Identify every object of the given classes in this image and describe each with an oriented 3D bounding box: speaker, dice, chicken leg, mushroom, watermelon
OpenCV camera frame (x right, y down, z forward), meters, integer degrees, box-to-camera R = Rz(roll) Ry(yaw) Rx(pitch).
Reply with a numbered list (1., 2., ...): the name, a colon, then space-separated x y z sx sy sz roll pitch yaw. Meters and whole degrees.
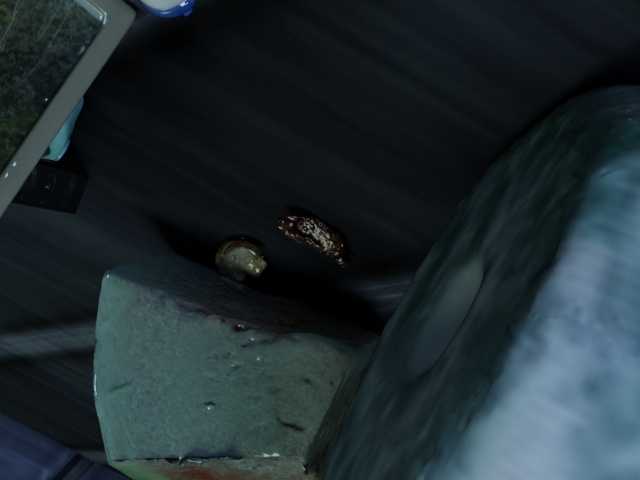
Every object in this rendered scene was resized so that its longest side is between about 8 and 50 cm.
1. speaker: -0.263 -0.054 1.307 0.046 0.040 0.191 20 -179 10
2. dice: 0.215 0.133 0.883 0.348 0.328 0.330 29 160 -9
3. chicken leg: 0.000 -0.001 1.254 0.083 0.021 0.036 30 150 -23
4. mushroom: -0.077 0.020 1.395 0.049 0.019 0.101 26 160 -3
5. watermelon: -0.047 0.147 1.435 0.387 0.228 0.258 32 150 -30

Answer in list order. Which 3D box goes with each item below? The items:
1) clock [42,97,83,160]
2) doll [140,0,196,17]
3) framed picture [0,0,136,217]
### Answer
1. clock: -0.262 -0.111 1.261 0.108 0.045 0.147 28 160 -4
2. doll: -0.107 -0.181 0.894 0.099 0.057 0.143 39 169 31
3. framed picture: -0.300 -0.149 0.942 0.324 0.240 0.020 40 168 -31
